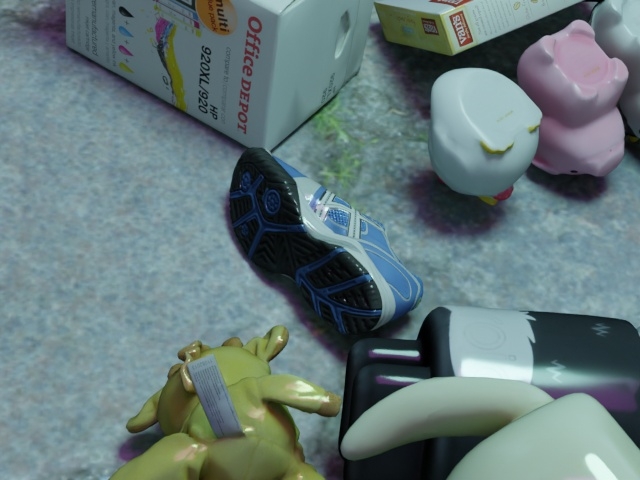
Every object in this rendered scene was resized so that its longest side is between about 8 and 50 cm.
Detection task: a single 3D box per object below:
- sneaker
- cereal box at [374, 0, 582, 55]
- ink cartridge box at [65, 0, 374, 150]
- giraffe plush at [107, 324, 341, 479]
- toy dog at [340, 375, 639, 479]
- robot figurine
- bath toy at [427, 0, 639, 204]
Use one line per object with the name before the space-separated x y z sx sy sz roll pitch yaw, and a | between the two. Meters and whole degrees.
sneaker | 0.000 0.000 1.342 0.081 0.080 0.211 -7 46 -44
cereal box | 0.187 -0.240 1.513 0.240 0.047 0.173 -23 17 -13
ink cartridge box | -0.088 -0.226 1.460 0.233 0.171 0.168 30 50 19
giraffe plush | -0.070 0.145 1.140 0.181 0.210 0.170 -4 18 -7
toy dog | 0.090 0.297 0.882 0.395 0.284 0.408 43 77 12
robot figurine | 0.155 0.138 1.164 0.278 0.173 0.209 5 53 -5
bath toy | 0.233 -0.122 1.451 0.348 0.129 0.151 -25 75 -28
